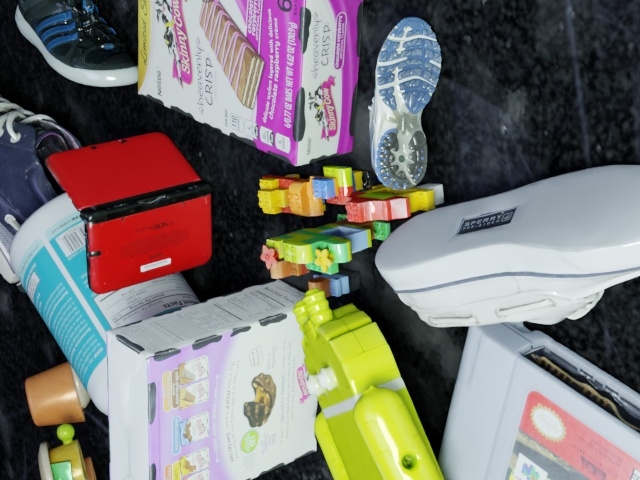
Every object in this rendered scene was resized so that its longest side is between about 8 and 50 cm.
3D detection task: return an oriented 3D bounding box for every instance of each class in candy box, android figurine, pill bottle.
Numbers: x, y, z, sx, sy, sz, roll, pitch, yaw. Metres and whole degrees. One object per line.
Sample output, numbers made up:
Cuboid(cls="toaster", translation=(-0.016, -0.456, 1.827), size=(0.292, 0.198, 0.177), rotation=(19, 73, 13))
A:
Cuboid(cls="candy box", translation=(-0.094, 0.141, 1.186), size=(0.070, 0.196, 0.164), rotation=(25, 121, 44))
Cuboid(cls="android figurine", translation=(0.044, 0.169, 1.090), size=(0.248, 0.056, 0.273), rotation=(136, 111, -76))
Cuboid(cls="pill bottle", translation=(-0.199, 0.081, 1.329), size=(0.264, 0.146, 0.146), rotation=(54, 137, 22))
Cuboid(cls="candy box", translation=(-0.069, -0.178, 1.142), size=(0.233, 0.071, 0.159), rotation=(27, 123, 42))

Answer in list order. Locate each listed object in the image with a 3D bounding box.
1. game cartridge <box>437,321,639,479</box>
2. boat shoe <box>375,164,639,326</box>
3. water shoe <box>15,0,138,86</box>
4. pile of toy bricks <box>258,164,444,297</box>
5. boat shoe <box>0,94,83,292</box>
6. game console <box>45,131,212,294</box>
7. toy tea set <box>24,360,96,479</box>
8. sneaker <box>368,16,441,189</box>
Cuboid(cls="game cartridge", translation=(0.207, 0.202, 0.970), size=(0.294, 0.060, 0.196), rotation=(34, 131, 38))
Cuboid(cls="boat shoe", translation=(0.161, 0.018, 0.931), size=(0.267, 0.096, 0.088), rotation=(-14, 123, 39))
Cuboid(cls="water shoe", translation=(-0.257, -0.226, 1.347), size=(0.203, 0.073, 0.080), rotation=(36, 126, 36))
Cuboid(cls="pile of toy bricks", translation=(0.000, 0.000, 1.097), size=(0.212, 0.105, 0.118), rotation=(8, 109, 48))
Cuboid(cls="boat shoe", translation=(-0.356, -0.120, 1.479), size=(0.158, 0.127, 0.340), rotation=(-40, 80, 42))
Cuboid(cls="game console", translation=(-0.188, -0.029, 1.278), size=(0.085, 0.144, 0.124), rotation=(22, 120, 45))
Cuboid(cls="toy tea set", translation=(-0.253, 0.301, 1.531), size=(0.200, 0.124, 0.336), rotation=(-143, 40, -75))
Cuboid(cls="sneaker", translation=(0.059, -0.110, 1.030), size=(0.058, 0.052, 0.135), rotation=(-149, 67, -73))
